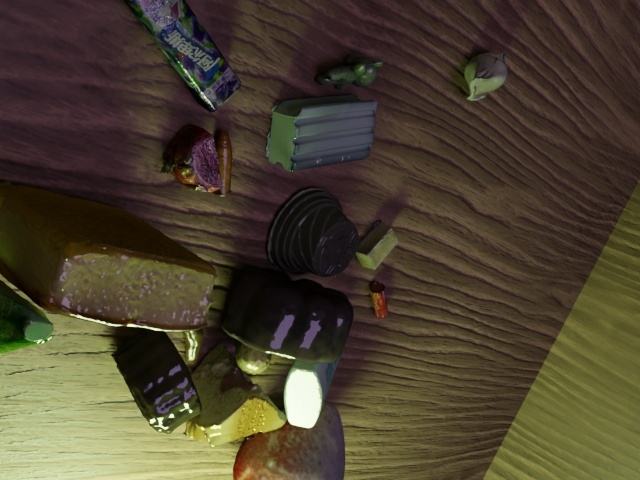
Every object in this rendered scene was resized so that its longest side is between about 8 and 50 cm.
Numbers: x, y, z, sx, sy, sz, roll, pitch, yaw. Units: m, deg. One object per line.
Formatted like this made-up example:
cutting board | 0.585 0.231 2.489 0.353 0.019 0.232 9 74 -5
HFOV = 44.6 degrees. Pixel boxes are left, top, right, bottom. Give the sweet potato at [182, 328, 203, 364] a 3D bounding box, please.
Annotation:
sweet potato | -0.296 0.220 1.791 0.054 0.053 0.182 -76 166 -49

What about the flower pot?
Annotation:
flower pot | 0.000 0.000 1.895 0.235 0.140 0.235 -26 132 -32

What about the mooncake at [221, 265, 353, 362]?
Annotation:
mooncake | -0.076 0.167 1.813 0.306 0.306 0.154 13 98 -50

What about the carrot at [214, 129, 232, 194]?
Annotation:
carrot | -0.208 -0.164 1.643 0.048 0.048 0.139 -16 123 -40

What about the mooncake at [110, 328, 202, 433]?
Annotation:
mooncake | -0.349 0.298 1.654 0.124 0.228 0.228 -31 134 -20

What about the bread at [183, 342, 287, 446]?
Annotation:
bread | -0.229 0.414 1.878 0.211 0.184 0.224 -43 136 -18

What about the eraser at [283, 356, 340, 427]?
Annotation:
eraser | -0.011 0.314 1.996 0.290 0.104 0.189 -63 164 -59

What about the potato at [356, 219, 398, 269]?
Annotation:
potato | 0.152 0.012 2.126 0.122 0.061 0.086 -47 137 -15

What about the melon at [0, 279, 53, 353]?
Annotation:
melon | -0.567 0.080 1.214 0.124 0.323 0.196 -24 133 -55

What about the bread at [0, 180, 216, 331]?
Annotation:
bread | -0.390 0.031 1.356 0.324 0.333 0.143 14 101 -46

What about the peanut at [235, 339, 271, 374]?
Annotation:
peanut | -0.159 0.261 1.840 0.083 0.194 0.093 -17 98 -4

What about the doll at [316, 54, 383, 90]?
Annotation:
doll | 0.065 -0.385 1.772 0.150 0.077 0.115 -16 170 -34

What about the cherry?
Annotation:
cherry | -0.064 0.610 2.097 0.335 0.291 0.326 -46 124 -38

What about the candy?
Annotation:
candy | -0.256 -0.372 1.448 0.088 0.061 0.312 -47 140 -10

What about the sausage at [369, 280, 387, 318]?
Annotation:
sausage | 0.170 0.180 2.265 0.048 0.050 0.145 -56 149 -34

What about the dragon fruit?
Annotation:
dragon fruit | -0.261 -0.148 1.559 0.096 0.102 0.147 -30 124 -41

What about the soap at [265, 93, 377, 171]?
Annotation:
soap | 0.003 -0.249 1.784 0.261 0.094 0.150 -13 118 -40

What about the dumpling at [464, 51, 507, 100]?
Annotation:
dumpling | 0.442 -0.442 2.121 0.188 0.108 0.127 -42 166 -40
